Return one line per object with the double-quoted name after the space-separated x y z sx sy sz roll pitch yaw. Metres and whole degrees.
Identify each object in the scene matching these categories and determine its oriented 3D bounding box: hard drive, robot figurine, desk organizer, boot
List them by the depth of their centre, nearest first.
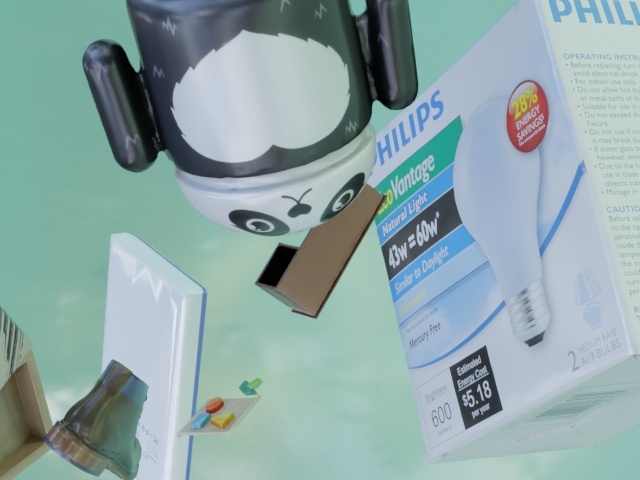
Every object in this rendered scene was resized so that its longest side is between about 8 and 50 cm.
-0.052 -0.137 1.157 0.209 0.173 0.278 7 123 32 "robot figurine"
0.000 0.000 1.333 0.130 0.050 0.047 -60 28 -10 "desk organizer"
-0.201 0.183 1.519 0.082 0.219 0.106 35 87 10 "boot"
-0.227 0.175 1.962 0.210 0.040 0.319 33 123 49 "hard drive"

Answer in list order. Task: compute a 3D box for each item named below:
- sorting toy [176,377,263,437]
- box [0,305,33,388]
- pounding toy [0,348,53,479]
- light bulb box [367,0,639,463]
-0.083 0.144 1.295 0.062 0.083 0.012 -10 112 31 "sorting toy"
-0.354 0.051 1.284 0.113 0.275 0.094 31 74 19 "box"
-0.395 0.169 1.579 0.094 0.181 0.206 8 120 34 "pounding toy"
0.244 -0.006 1.470 0.358 0.225 0.361 -42 55 54 "light bulb box"
